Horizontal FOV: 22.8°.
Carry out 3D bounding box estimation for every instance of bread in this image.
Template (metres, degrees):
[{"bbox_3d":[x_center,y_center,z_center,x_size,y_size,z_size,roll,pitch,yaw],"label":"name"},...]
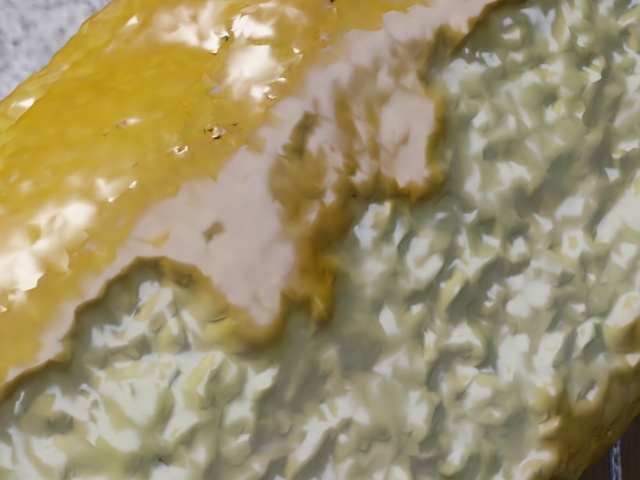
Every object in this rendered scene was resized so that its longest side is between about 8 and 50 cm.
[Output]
[{"bbox_3d":[0.000,0.000,0.557,0.236,0.165,0.375,48,70,-12],"label":"bread"}]

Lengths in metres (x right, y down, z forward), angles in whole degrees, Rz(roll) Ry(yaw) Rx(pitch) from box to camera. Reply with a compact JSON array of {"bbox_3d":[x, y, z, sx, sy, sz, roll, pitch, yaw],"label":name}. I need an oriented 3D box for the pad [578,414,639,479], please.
[{"bbox_3d":[0.113,0.076,0.723,0.284,0.018,0.287,21,58,-22],"label":"pad"}]
